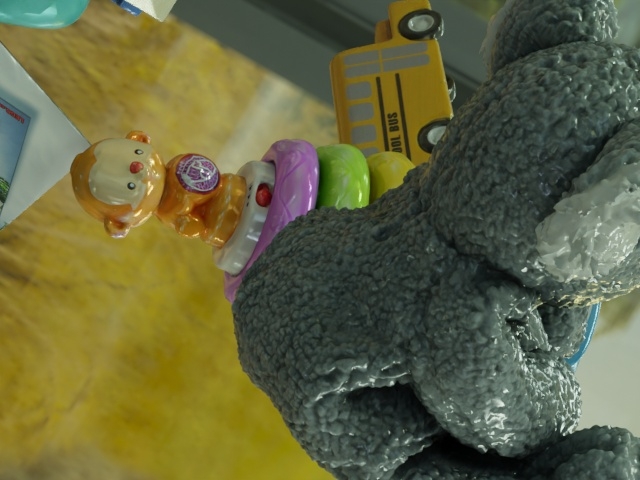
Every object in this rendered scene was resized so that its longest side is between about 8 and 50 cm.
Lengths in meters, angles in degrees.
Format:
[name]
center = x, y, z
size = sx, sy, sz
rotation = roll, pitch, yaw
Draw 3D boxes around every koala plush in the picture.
[koala plush]
center = 0.086, 0.001, 0.657
size = 0.196, 0.203, 0.221
rotation = -95, -153, -49

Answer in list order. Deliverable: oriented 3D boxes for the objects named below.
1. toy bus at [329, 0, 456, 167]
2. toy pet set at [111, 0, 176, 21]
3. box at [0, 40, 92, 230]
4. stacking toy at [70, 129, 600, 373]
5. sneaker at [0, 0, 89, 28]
[toy bus]
center = 0.086, -0.107, 1.523
size = 0.108, 0.130, 0.333
rotation = 73, 8, -46
[toy pet set]
center = -0.057, -0.145, 0.585
size = 0.122, 0.065, 0.114
rotation = 27, 99, -43
[box]
center = -0.261, -0.087, 0.812
size = 0.159, 0.233, 0.044
rotation = -41, -154, -3
[stacking toy]
center = 0.000, 0.000, 0.859
size = 0.166, 0.302, 0.175
rotation = 140, -35, -59
[sneaker]
center = -0.183, -0.065, 0.451
size = 0.275, 0.110, 0.107
rotation = -21, 178, 32
